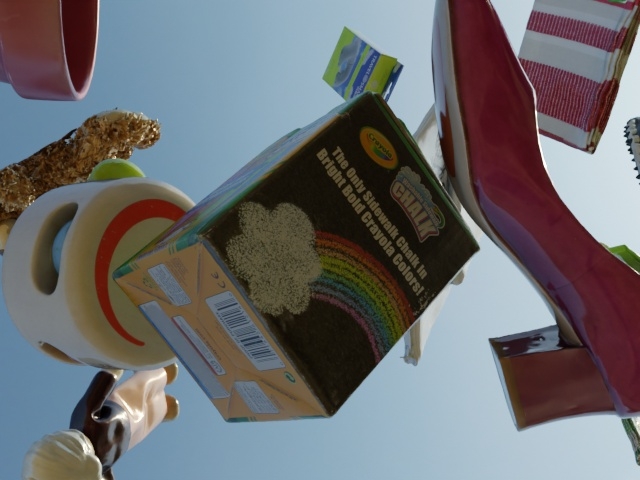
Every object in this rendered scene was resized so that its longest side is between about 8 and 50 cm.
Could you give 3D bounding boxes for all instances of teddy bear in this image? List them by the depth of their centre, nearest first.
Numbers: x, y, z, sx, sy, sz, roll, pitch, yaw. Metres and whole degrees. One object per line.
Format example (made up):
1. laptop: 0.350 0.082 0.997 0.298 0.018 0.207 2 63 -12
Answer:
1. teddy bear: -0.372 -0.081 1.188 0.338 0.245 0.113 -34 -81 -12

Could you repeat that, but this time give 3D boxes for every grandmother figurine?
1. grandmother figurine: -0.293 0.262 1.136 0.342 0.104 0.208 -26 -72 -77

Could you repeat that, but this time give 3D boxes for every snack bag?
1. snack bag: 0.171 -0.060 1.071 0.342 0.037 0.323 -54 -33 -46

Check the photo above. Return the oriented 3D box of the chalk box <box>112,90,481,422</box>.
1. chalk box: 0.000 0.000 0.744 0.289 0.179 0.180 -43 -76 -35

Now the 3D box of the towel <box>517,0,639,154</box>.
1. towel: 0.416 -0.331 1.380 0.037 0.237 0.329 2 -69 -29

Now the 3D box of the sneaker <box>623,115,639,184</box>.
1. sneaker: 0.475 -0.103 1.104 0.234 0.106 0.078 -82 -31 -55

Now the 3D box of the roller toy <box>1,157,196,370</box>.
1. roller toy: -0.200 0.036 0.833 0.191 0.146 0.209 -39 -62 -45

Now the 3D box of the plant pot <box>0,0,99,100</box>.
1. plant pot: -0.303 -0.230 0.742 0.180 0.201 0.201 3 -93 -6

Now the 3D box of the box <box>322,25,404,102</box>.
1. box: 0.071 -0.295 1.460 0.042 0.178 0.109 12 -66 -31

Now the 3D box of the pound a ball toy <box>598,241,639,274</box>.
1. pound a ball toy: 0.525 0.105 1.300 0.319 0.208 0.136 26 -123 -41

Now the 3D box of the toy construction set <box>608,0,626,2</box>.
1. toy construction set: 0.504 -0.484 1.058 0.237 0.257 0.309 7 -94 -1

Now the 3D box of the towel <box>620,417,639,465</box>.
1. towel: 0.431 0.260 1.093 0.113 0.152 0.023 37 -68 -18

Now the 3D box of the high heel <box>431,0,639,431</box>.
1. high heel: 0.200 -0.034 0.650 0.181 0.127 0.377 -15 -71 5
